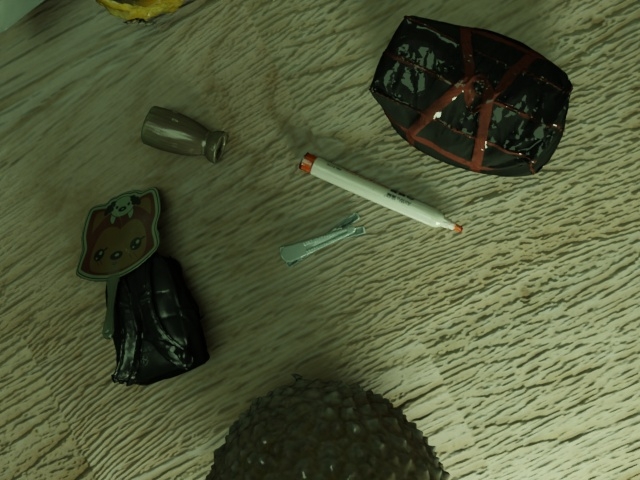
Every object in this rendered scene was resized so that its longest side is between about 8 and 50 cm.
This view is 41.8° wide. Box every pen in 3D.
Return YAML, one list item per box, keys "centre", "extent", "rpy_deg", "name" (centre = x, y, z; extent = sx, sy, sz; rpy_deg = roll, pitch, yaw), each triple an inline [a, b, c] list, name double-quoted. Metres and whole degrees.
- centre: [0.075, -0.057, 1.040]
  extent: [0.218, 0.026, 0.026]
  rpy_deg: [24, 99, 9]
  name: "pen"

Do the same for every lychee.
- centre: [0.014, 0.303, 0.967]
  extent: [0.300, 0.300, 0.299]
  rpy_deg: [1, 95, 12]
  name: "lychee"

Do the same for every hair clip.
- centre: [0.001, 0.001, 1.056]
  extent: [0.115, 0.039, 0.030]
  rpy_deg: [-26, 94, 11]
  name: "hair clip"

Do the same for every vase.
- centre: [-0.174, -0.134, 1.075]
  extent: [0.101, 0.053, 0.053]
  rpy_deg: [18, 98, 6]
  name: "vase"

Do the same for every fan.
- centre: [-0.260, 0.026, 1.064]
  extent: [0.132, 0.009, 0.219]
  rpy_deg: [-16, 54, 21]
  name: "fan"

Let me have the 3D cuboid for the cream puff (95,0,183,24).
- centre: [-0.209, -0.355, 1.022]
  extent: [0.189, 0.129, 0.188]
  rpy_deg: [-1, 89, 26]
  name: "cream puff"

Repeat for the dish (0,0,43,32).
- centre: [-0.343, -0.386, 1.012]
  extent: [0.080, 0.243, 0.181]
  rpy_deg: [6, 60, -23]
  name: "dish"

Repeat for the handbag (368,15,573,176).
- centre: [0.171, -0.158, 0.937]
  extent: [0.215, 0.169, 0.155]
  rpy_deg: [25, 99, 10]
  name: "handbag"

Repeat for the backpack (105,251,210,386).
- centre: [-0.210, 0.100, 1.078]
  extent: [0.120, 0.106, 0.165]
  rpy_deg: [-16, 70, 17]
  name: "backpack"
